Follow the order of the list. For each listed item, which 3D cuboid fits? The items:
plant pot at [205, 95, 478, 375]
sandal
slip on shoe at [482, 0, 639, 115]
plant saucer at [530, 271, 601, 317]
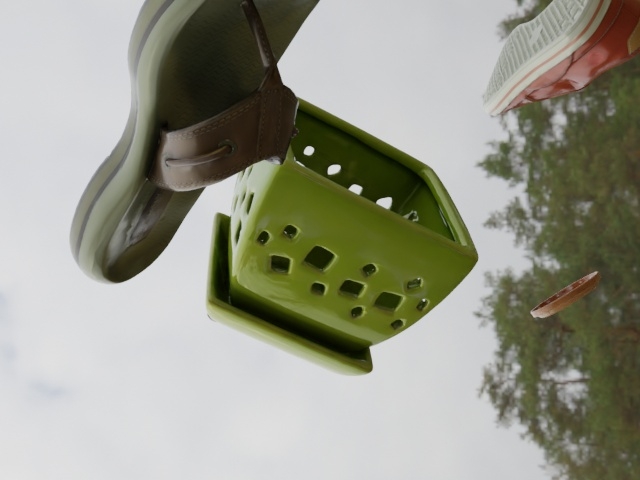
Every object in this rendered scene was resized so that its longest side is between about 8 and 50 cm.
[{"bbox_3d":[0.000,0.000,0.858,0.228,0.207,0.227,26,-156,-18],"label":"plant pot"},{"bbox_3d":[-0.060,-0.062,0.478,0.086,0.303,0.120,48,-136,14],"label":"sandal"},{"bbox_3d":[0.291,-0.222,0.996,0.101,0.331,0.123,22,-101,-9],"label":"slip on shoe"},{"bbox_3d":[0.265,0.060,0.859,0.083,0.083,0.013,-21,-104,-55],"label":"plant saucer"}]
